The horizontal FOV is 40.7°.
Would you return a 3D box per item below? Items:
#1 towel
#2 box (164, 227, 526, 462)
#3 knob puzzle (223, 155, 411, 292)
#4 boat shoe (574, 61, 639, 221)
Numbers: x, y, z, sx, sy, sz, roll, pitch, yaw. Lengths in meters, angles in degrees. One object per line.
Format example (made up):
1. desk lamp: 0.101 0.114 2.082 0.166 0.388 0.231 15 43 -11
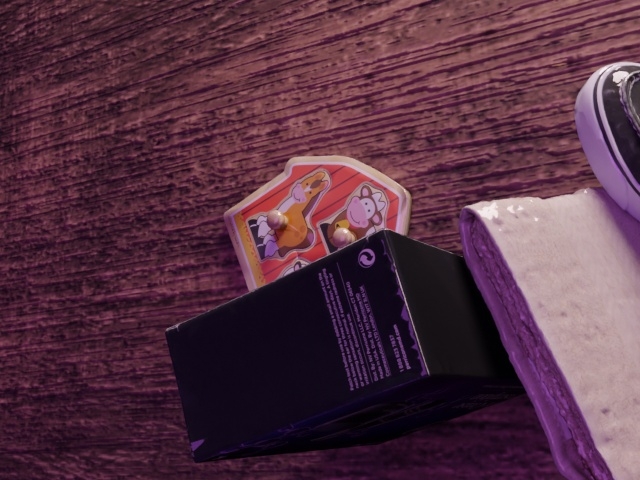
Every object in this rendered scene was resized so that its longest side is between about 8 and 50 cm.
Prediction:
1. towel: 0.226 0.086 0.598 0.049 0.187 0.282 -55 50 52
2. box: 0.043 0.089 0.651 0.184 0.261 0.103 -23 70 27
3. knob puzzle: 0.000 0.000 0.832 0.213 0.030 0.213 -7 77 30
4. boat shoe: 0.295 -0.023 0.585 0.113 0.105 0.306 -23 67 -15
